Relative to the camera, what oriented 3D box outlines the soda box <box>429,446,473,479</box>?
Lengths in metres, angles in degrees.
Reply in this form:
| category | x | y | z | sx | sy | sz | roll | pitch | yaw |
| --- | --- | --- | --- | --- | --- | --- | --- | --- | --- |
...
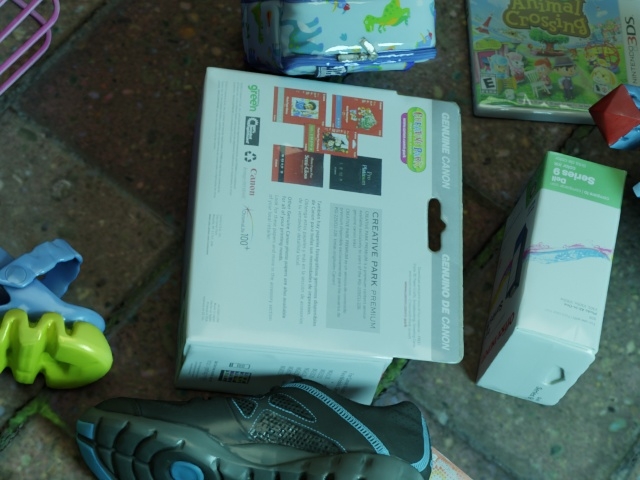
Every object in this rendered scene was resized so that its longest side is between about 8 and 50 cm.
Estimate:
| category | x | y | z | sx | sy | sz | roll | pitch | yaw |
| --- | --- | --- | --- | --- | --- | --- | --- | --- | --- |
| soda box | 0.147 | 0.281 | 1.663 | 0.183 | 0.058 | 0.063 | 39 | 64 | 10 |

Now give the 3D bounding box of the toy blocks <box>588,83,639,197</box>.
| category | x | y | z | sx | sy | sz | roll | pitch | yaw |
| --- | --- | --- | --- | --- | --- | --- | --- | --- | --- |
| toy blocks | 0.425 | -0.033 | 1.735 | 0.261 | 0.191 | 0.381 | 2 | 56 | -52 |

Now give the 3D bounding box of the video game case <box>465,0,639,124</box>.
| category | x | y | z | sx | sy | sz | roll | pitch | yaw |
| --- | --- | --- | --- | --- | --- | --- | --- | --- | --- |
| video game case | 0.273 | -0.222 | 1.963 | 0.212 | 0.023 | 0.193 | 3 | 63 | -9 |

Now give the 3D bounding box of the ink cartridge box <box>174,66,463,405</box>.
| category | x | y | z | sx | sy | sz | roll | pitch | yaw |
| --- | --- | --- | --- | --- | --- | --- | --- | --- | --- |
| ink cartridge box | 0.000 | 0.000 | 1.736 | 0.272 | 0.130 | 0.309 | 7 | 63 | -7 |

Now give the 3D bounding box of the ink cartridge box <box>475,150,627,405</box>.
| category | x | y | z | sx | sy | sz | roll | pitch | yaw |
| --- | --- | --- | --- | --- | --- | --- | --- | --- | --- |
| ink cartridge box | 0.236 | 0.041 | 1.747 | 0.093 | 0.154 | 0.212 | 15 | 62 | -4 |

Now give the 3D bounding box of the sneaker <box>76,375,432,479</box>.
| category | x | y | z | sx | sy | sz | roll | pitch | yaw |
| --- | --- | --- | --- | --- | --- | --- | --- | --- | --- |
| sneaker | -0.061 | 0.199 | 1.630 | 0.341 | 0.125 | 0.140 | 11 | 42 | 7 |

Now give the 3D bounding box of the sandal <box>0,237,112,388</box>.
| category | x | y | z | sx | sy | sz | roll | pitch | yaw |
| --- | --- | --- | --- | --- | --- | --- | --- | --- | --- |
| sandal | -0.354 | 0.051 | 1.655 | 0.317 | 0.126 | 0.138 | 12 | 58 | -14 |

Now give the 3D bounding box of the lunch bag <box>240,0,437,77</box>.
| category | x | y | z | sx | sy | sz | roll | pitch | yaw |
| --- | --- | --- | --- | --- | --- | --- | --- | --- | --- |
| lunch bag | 0.020 | -0.222 | 1.806 | 0.176 | 0.219 | 0.090 | -6 | 98 | -19 |

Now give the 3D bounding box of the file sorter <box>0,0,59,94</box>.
| category | x | y | z | sx | sy | sz | roll | pitch | yaw |
| --- | --- | --- | --- | --- | --- | --- | --- | --- | --- |
| file sorter | -0.372 | -0.270 | 1.713 | 0.182 | 0.291 | 0.202 | 38 | 63 | 6 |
